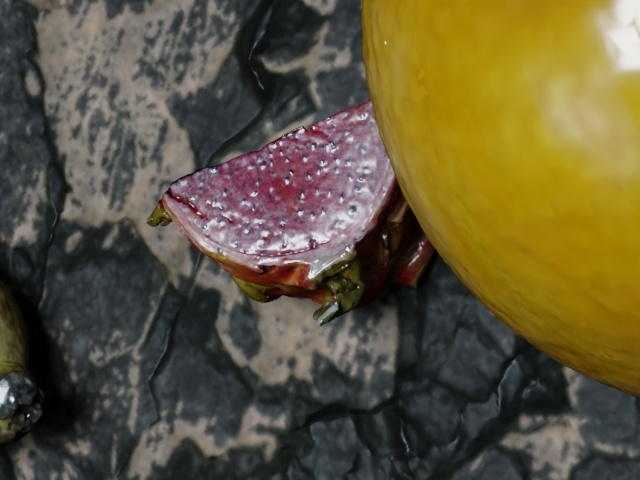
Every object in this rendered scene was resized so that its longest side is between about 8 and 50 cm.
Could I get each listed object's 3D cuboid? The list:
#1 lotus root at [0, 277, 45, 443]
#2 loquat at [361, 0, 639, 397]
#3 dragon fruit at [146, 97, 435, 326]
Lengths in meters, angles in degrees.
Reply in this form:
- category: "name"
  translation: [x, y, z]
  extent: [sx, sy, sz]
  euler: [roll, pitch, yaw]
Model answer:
- category: "lotus root"
  translation: [-0.235, 0.056, 1.065]
  extent: [0.214, 0.138, 0.138]
  euler: [32, 100, 27]
- category: "loquat"
  translation: [0.177, -0.088, 0.751]
  extent: [0.328, 0.328, 0.329]
  euler: [-4, 82, 29]
- category: "dragon fruit"
  translation: [0.000, 0.000, 0.959]
  extent: [0.147, 0.102, 0.096]
  euler: [-25, 75, 20]
